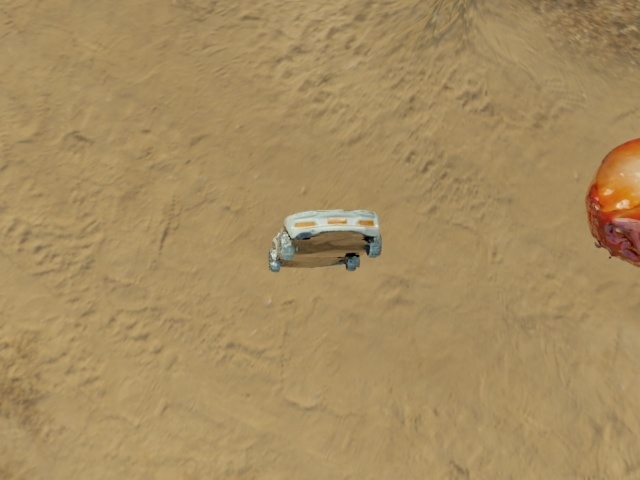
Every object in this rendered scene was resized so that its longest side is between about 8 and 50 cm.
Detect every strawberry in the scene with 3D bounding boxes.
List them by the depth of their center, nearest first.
[{"bbox_3d":[0.250,-0.009,0.572,0.188,0.121,0.082,12,132,36],"label":"strawberry"}]

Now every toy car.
[{"bbox_3d":[0.000,0.000,0.953,0.095,0.205,0.056,-2,83,-8],"label":"toy car"}]
